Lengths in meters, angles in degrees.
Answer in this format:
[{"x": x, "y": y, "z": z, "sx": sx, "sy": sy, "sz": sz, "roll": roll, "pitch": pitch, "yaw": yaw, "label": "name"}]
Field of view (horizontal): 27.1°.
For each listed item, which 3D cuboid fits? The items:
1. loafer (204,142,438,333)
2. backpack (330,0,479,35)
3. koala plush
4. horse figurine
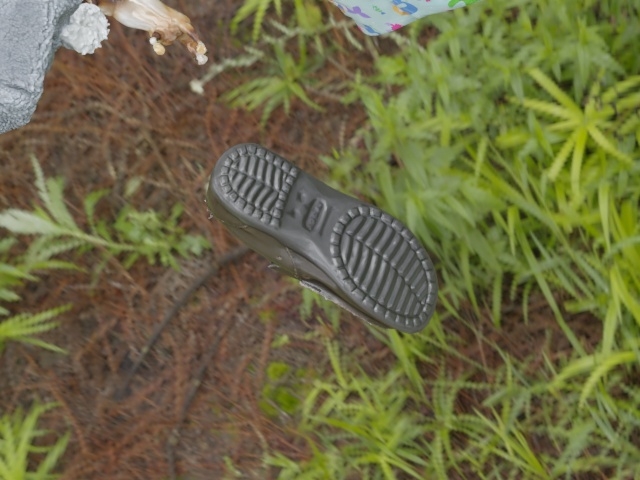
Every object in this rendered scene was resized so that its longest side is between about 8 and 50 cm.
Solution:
[{"x": 0.000, "y": 0.000, "z": 1.070, "sx": 0.220, "sy": 0.078, "sz": 0.080, "roll": 37, "pitch": 65, "yaw": -14, "label": "loafer"}, {"x": 0.077, "y": -0.312, "z": 1.204, "sx": 0.253, "sy": 0.191, "sz": 0.225, "roll": -19, "pitch": 51, "yaw": 54, "label": "backpack"}, {"x": -0.343, "y": -0.233, "z": 1.443, "sx": 0.196, "sy": 0.221, "sz": 0.203, "roll": 14, "pitch": 117, "yaw": 4, "label": "koala plush"}, {"x": -0.252, "y": -0.305, "z": 1.768, "sx": 0.263, "sy": 0.174, "sz": 0.066, "roll": 25, "pitch": 106, "yaw": -17, "label": "horse figurine"}]
